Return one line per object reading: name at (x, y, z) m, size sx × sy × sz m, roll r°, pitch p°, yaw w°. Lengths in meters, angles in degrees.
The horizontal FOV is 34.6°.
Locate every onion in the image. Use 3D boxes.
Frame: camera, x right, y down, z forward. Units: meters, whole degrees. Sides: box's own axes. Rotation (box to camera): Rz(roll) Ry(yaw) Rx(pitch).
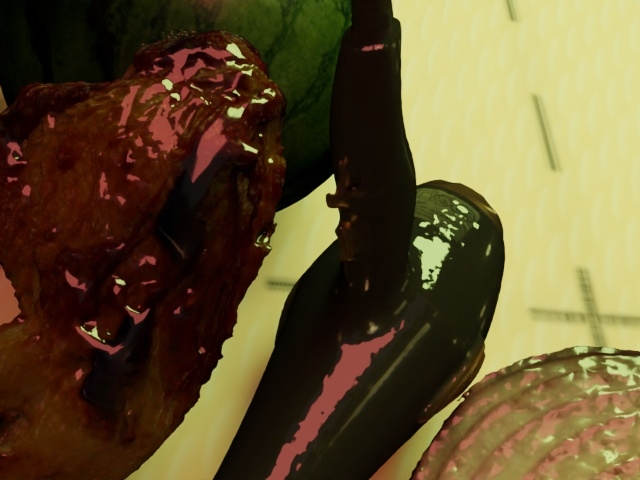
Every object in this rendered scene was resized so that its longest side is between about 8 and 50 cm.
onion at (0.164, 0.189, 0.541) m, size 0.248 × 0.111 × 0.250 m, roll 9°, pitch 59°, yaw 20°

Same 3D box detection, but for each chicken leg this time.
chicken leg at (-0.132, 0.032, 0.491) m, size 0.177 × 0.083 × 0.322 m, roll 29°, pitch 89°, yaw -6°

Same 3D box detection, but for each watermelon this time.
watermelon at (-0.075, -0.128, 0.630) m, size 0.243 × 0.242 × 0.242 m, roll 8°, pitch 51°, yaw -10°

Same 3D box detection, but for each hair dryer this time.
hair dryer at (0.000, 0.000, 0.480) m, size 0.120 × 0.359 × 0.303 m, roll 24°, pitch 53°, yaw 26°
